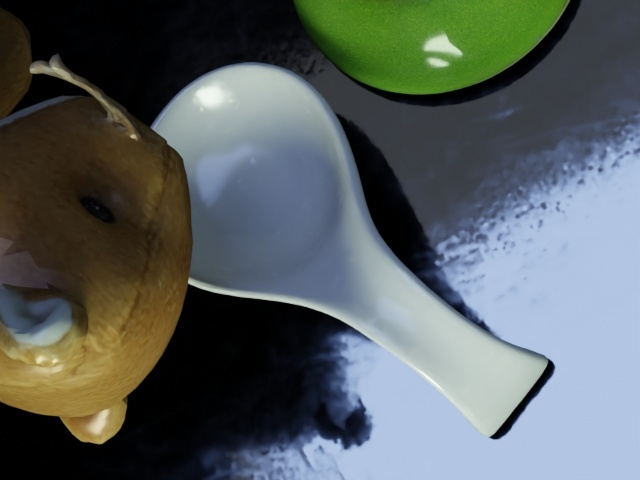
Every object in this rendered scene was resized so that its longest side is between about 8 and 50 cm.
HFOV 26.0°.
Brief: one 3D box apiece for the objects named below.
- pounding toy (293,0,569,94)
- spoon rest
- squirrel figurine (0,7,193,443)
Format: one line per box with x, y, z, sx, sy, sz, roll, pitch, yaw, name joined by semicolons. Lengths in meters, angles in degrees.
0.077;-0.190;0.783;0.236;0.110;0.183;-11;73;18;pounding toy
0.000;0.000;0.780;0.276;0.084;0.137;38;92;24;spoon rest
-0.274;0.013;0.730;0.370;0.281;0.397;31;67;6;squirrel figurine
